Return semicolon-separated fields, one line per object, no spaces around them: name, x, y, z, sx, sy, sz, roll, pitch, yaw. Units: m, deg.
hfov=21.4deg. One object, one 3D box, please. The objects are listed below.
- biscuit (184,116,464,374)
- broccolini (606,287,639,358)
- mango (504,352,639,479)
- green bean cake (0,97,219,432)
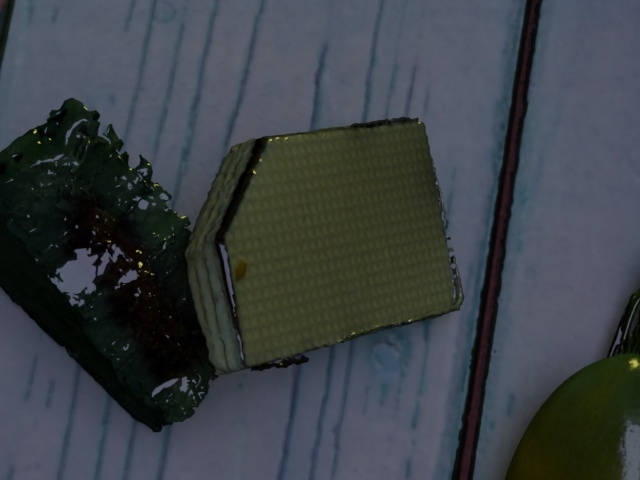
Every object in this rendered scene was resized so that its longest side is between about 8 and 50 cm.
biscuit;0.000;0.000;1.150;0.252;0.052;0.150;-13;89;-52
broccolini;0.299;0.043;1.257;0.123;0.062;0.271;34;81;-9
mango;0.185;0.201;1.183;0.091;0.137;0.237;17;69;-54
green bean cake;-0.134;0.021;1.117;0.107;0.193;0.208;-42;92;-21
